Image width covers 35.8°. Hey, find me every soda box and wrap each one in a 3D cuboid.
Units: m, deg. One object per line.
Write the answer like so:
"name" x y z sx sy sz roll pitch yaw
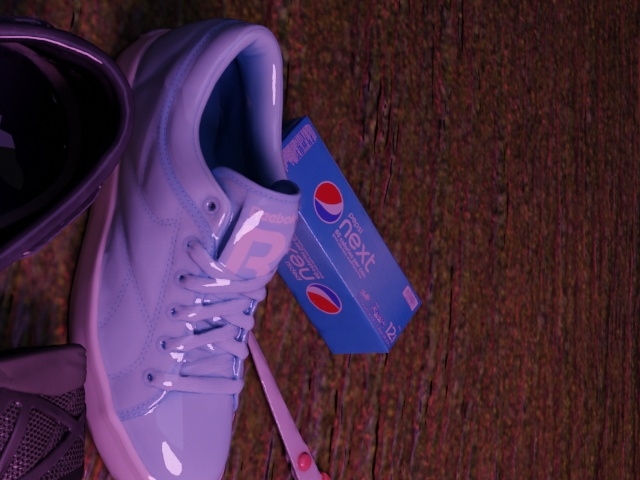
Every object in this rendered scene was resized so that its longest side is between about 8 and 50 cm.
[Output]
"soda box" 0.000 0.000 0.855 0.067 0.071 0.210 -51 119 -37

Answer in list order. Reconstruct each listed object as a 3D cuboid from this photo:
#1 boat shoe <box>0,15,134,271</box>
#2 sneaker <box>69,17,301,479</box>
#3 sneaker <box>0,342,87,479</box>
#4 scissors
"boat shoe" -0.301 -0.002 0.501 0.500 0.156 0.187 -32 109 -41
"sneaker" -0.087 0.012 0.712 0.135 0.150 0.366 3 83 -44
"sneaker" -0.225 0.137 0.589 0.227 0.087 0.130 -3 84 -60
"scissors" -0.014 0.211 0.850 0.109 0.021 0.297 -50 120 -34
